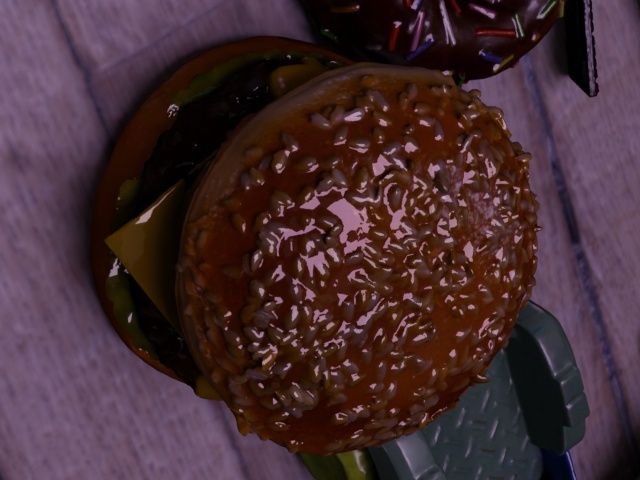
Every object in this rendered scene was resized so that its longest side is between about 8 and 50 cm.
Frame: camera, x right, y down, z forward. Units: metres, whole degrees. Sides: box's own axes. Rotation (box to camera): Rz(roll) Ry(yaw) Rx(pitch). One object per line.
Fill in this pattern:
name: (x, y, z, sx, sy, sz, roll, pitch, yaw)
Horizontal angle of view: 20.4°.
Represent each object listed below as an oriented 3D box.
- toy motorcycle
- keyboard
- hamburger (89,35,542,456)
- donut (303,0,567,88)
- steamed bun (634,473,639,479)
toy motorcycle: (0.128, 0.211, 1.382, 0.191, 0.200, 0.326, -33, 120, -24)
keyboard: (0.197, -0.215, 1.377, 0.013, 0.061, 0.204, -9, 113, -5)
hamburger: (0.000, 0.000, 1.202, 0.291, 0.225, 0.291, -12, 113, -30)
donut: (0.091, -0.212, 1.276, 0.216, 0.096, 0.230, -52, 128, -10)
steamed bun: (0.432, 0.303, 1.603, 0.352, 0.247, 0.339, 14, 111, -2)
